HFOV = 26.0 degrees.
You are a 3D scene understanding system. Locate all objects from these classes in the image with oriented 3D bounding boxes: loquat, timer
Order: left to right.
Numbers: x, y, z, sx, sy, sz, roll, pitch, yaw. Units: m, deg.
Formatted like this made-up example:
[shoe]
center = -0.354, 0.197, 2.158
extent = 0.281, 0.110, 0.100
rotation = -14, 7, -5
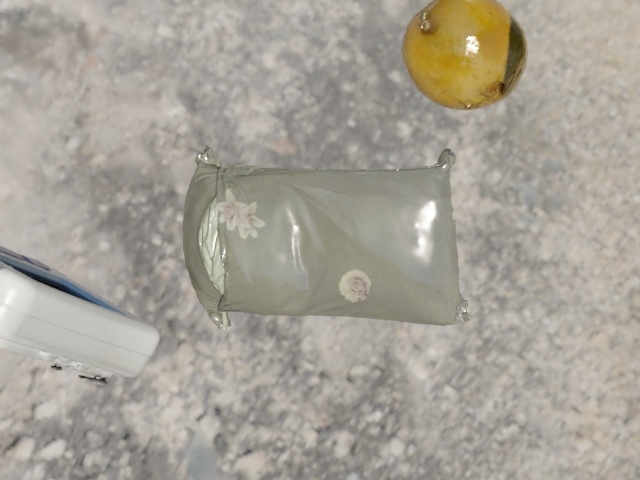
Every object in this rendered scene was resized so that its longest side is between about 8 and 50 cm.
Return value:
[timer]
center = -0.281, 0.062, 1.303
extent = 0.178, 0.078, 0.253
rotation = 27, -3, 29
[loquat]
center = 0.162, -0.213, 1.562
extent = 0.141, 0.141, 0.141
rotation = 14, 44, -14

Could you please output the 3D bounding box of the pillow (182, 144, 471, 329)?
[pillow]
center = 0.000, 0.000, 1.204
extent = 0.255, 0.169, 0.059
rotation = 0, 8, 14
